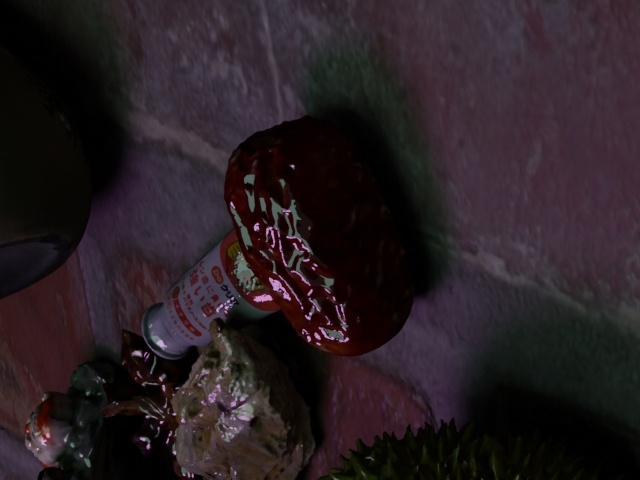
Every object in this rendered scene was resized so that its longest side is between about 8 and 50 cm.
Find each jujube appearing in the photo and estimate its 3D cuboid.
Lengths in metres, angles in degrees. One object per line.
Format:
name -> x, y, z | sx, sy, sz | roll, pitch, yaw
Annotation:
jujube -> 0.000, 0.000, 1.309 | 0.112, 0.109, 0.176 | -125, 10, -77

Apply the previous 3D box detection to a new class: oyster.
oyster -> -0.065, 0.159, 1.499 | 0.133, 0.072, 0.209 | 30, 130, 1

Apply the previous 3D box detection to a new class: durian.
durian -> 0.097, 0.250, 1.268 | 0.291, 0.225, 0.291 | 23, 125, 38

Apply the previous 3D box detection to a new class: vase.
vase -> -0.339, -0.086, 1.589 | 0.329, 0.241, 0.302 | 98, 148, -75

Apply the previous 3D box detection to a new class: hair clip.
hair clip -> -0.227, 0.270, 1.667 | 0.138, 0.091, 0.321 | 126, 141, -54

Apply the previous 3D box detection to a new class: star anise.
star anise -> -0.126, 0.147, 1.609 | 0.168, 0.057, 0.168 | 20, 127, 29

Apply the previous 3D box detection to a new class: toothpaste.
toothpaste -> -0.063, 0.031, 1.460 | 0.234, 0.057, 0.089 | -34, 88, 46
